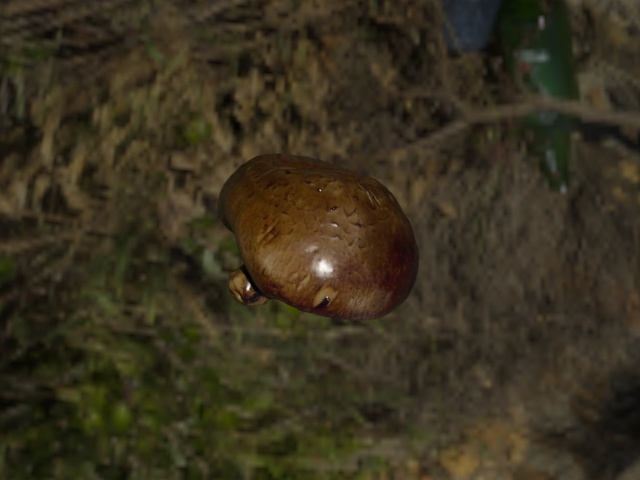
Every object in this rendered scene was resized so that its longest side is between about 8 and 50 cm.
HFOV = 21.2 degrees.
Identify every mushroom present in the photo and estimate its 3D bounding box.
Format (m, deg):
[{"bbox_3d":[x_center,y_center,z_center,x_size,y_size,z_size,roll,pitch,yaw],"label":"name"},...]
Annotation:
[{"bbox_3d":[0.002,-0.014,1.626,0.194,0.231,0.138,-6,116,-22],"label":"mushroom"}]
